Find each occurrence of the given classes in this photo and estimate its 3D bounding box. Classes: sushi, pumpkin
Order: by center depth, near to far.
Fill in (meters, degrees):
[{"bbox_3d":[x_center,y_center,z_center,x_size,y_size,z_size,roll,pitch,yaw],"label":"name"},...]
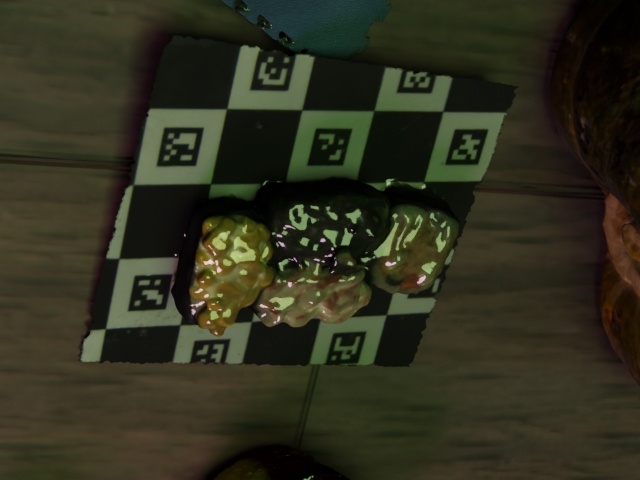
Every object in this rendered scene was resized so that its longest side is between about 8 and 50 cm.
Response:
[{"bbox_3d":[0.000,0.000,0.943,0.215,0.050,0.192,3,119,-30],"label":"sushi"},{"bbox_3d":[0.268,-0.031,1.043,0.221,0.139,0.317,-28,121,-11],"label":"pumpkin"}]

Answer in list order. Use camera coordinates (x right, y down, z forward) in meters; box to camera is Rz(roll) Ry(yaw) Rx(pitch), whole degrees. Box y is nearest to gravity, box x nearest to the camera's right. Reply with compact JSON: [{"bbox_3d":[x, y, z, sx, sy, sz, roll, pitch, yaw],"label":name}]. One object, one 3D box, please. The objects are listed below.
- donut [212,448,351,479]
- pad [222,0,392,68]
[{"bbox_3d":[-0.019,0.182,1.030,0.140,0.059,0.140,-13,119,-24],"label":"donut"},{"bbox_3d":[0.016,-0.229,0.832,0.270,0.012,0.269,-54,144,3],"label":"pad"}]
